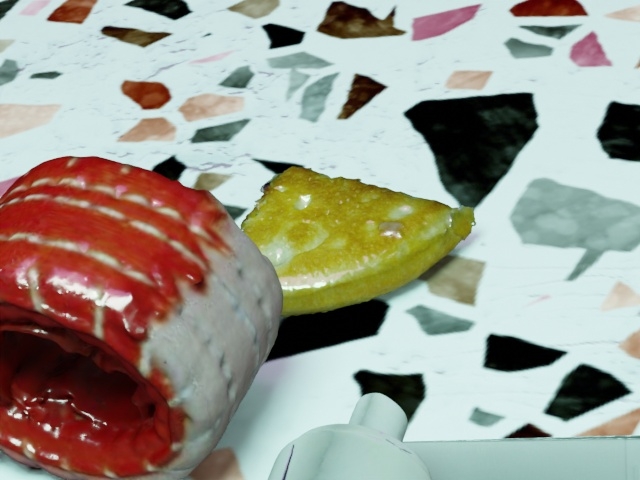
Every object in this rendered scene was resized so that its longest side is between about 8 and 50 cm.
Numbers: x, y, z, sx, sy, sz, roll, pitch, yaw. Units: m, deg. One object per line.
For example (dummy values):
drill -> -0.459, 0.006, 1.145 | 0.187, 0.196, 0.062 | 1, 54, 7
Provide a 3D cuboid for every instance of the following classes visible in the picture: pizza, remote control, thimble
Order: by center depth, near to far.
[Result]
remote control -> 0.108, 0.138, 0.974 | 0.245, 0.022, 0.077 | -2, 39, 9
thimble -> -0.124, 0.046, 1.032 | 0.190, 0.163, 0.125 | 6, 41, 21
pizza -> 0.000, 0.000, 1.167 | 0.178, 0.041, 0.131 | -26, 42, -20

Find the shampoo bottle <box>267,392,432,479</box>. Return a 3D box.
shampoo bottle -> -0.007, 0.184, 0.835 | 0.092, 0.092, 0.303 | 4, 41, 18
